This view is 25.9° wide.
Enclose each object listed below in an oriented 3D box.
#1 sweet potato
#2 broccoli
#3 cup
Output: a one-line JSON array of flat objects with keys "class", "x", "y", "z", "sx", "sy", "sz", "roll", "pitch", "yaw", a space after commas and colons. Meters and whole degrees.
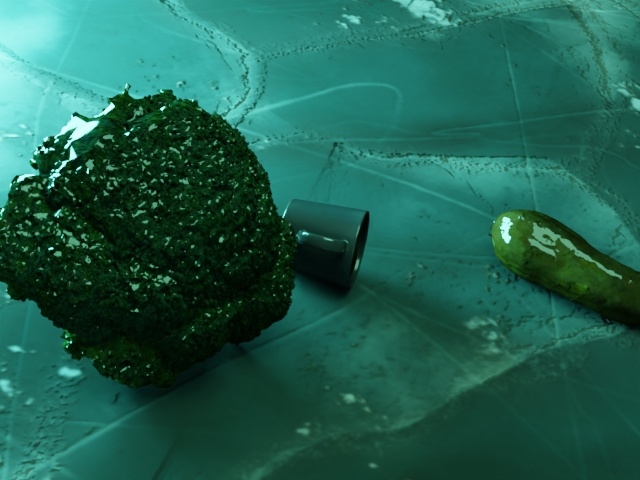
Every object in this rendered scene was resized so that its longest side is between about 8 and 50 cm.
[{"class": "sweet potato", "x": 0.276, "y": 0.033, "z": 1.409, "sx": 0.233, "sy": 0.062, "sz": 0.081, "roll": 25, "pitch": 38, "yaw": 12}, {"class": "broccoli", "x": -0.159, "y": -0.005, "z": 1.229, "sx": 0.295, "sy": 0.265, "sz": 0.245, "roll": -3, "pitch": 5, "yaw": -29}, {"class": "cup", "x": 0.000, "y": 0.000, "z": 1.348, "sx": 0.077, "sy": 0.078, "sz": 0.100, "roll": 14, "pitch": 0, "yaw": 8}]
